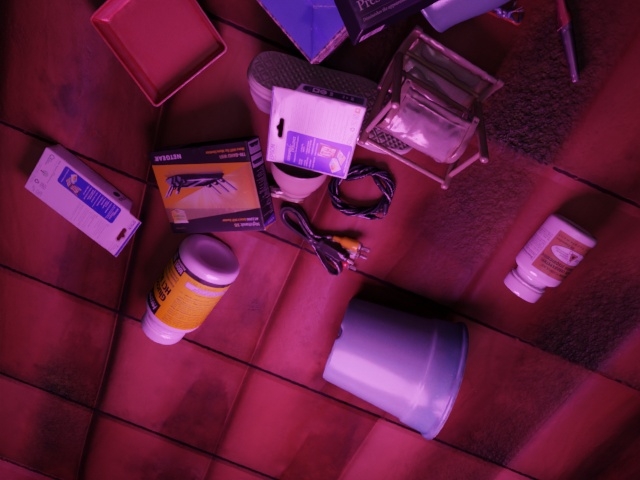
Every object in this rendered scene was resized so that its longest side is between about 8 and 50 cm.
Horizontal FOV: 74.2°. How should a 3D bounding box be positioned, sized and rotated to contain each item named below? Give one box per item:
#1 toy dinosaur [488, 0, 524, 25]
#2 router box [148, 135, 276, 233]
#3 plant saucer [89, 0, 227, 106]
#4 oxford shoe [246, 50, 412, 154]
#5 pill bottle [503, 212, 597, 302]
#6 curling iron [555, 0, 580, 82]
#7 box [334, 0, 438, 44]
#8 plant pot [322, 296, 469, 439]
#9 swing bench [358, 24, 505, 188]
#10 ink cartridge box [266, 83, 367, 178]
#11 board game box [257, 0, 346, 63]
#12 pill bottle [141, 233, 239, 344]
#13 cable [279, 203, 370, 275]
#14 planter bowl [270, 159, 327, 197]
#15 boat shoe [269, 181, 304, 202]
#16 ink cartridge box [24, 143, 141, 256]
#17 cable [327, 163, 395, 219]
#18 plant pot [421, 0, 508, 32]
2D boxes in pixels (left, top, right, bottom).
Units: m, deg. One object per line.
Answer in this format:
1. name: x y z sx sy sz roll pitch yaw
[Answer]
1. toy dinosaur: 0.428 -0.527 0.983 0.082 0.047 0.090 46 144 -22
2. router box: -0.296 -0.147 1.171 0.309 0.081 0.243 -2 113 20
3. plant saucer: -0.401 -0.522 1.071 0.259 0.048 0.258 -30 107 19
4. oxford shoe: 0.032 -0.331 1.065 0.449 0.130 0.169 18 74 -11
5. pill bottle: 0.611 0.052 1.146 0.131 0.131 0.229 28 114 -5
6. curling iron: 0.549 -0.494 0.968 0.068 0.035 0.274 -36 113 -19
7. box: 0.138 -0.483 0.705 0.261 0.103 0.184 -27 100 1
8. plant pot: 0.200 0.341 1.232 0.334 0.341 0.341 19 114 7
9. swing bench: 0.259 -0.303 0.983 0.253 0.255 0.165 26 155 -13
10. ink cartridge box: -0.016 -0.255 0.991 0.208 0.045 0.206 12 138 -3
11. board game box: -0.031 -0.514 0.895 0.141 0.291 0.232 -40 104 19
12. pill bottle: -0.406 0.157 1.286 0.188 0.188 0.334 36 112 -9
13. cable: 0.000 0.000 1.257 0.287 0.072 0.139 35 131 5
14. planter bowl: -0.058 -0.182 1.127 0.162 0.162 0.109 15 140 0
15. boat shoe: -0.116 -0.144 1.199 0.152 0.056 0.049 14 99 2
16. ink cartridge box: -0.698 -0.116 1.273 0.332 0.065 0.165 42 111 -10
17. cable: 0.111 -0.137 1.173 0.184 0.047 0.150 16 114 1
18. plant pot: 0.304 -0.580 0.856 0.255 0.272 0.272 -31 107 33
